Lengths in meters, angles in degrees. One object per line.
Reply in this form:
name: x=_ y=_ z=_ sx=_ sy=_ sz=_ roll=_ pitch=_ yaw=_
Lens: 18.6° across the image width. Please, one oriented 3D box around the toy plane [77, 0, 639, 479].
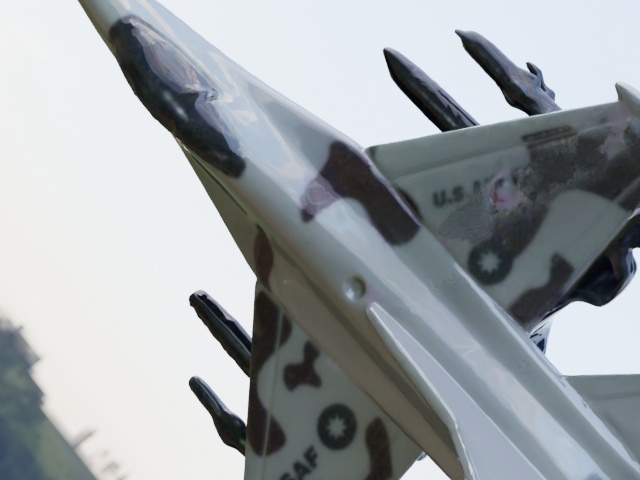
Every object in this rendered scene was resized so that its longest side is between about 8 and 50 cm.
toy plane: x=0.013 y=0.006 z=0.476 sx=0.082 sy=0.160 sz=0.234 roll=15 pitch=31 yaw=-49
